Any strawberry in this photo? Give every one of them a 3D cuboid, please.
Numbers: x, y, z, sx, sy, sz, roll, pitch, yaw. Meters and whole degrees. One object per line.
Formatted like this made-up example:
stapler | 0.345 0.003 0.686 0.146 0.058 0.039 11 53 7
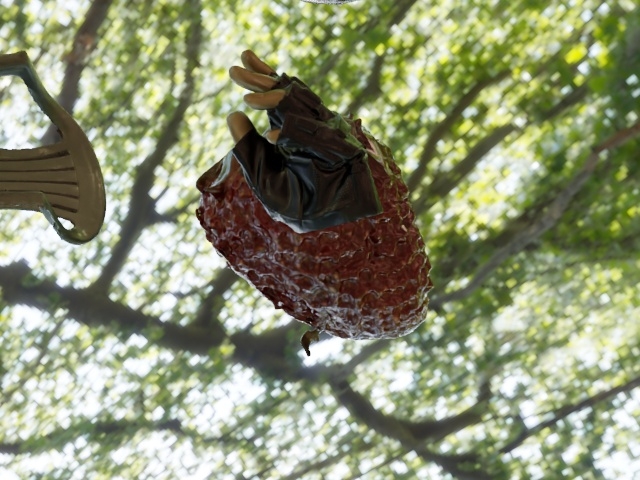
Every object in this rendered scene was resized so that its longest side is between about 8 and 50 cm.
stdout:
strawberry | -0.002 0.001 1.638 0.292 0.292 0.344 -34 -76 -46

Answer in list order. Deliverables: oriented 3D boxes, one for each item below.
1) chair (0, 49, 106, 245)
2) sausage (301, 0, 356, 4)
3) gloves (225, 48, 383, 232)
chair | -0.384 -0.089 1.363 0.274 0.190 0.203 -7 -117 -9
sausage | 0.054 -0.211 0.770 0.102 0.102 0.330 52 -144 4
gloves | -0.029 -0.109 1.298 0.124 0.164 0.203 -21 -83 -46
